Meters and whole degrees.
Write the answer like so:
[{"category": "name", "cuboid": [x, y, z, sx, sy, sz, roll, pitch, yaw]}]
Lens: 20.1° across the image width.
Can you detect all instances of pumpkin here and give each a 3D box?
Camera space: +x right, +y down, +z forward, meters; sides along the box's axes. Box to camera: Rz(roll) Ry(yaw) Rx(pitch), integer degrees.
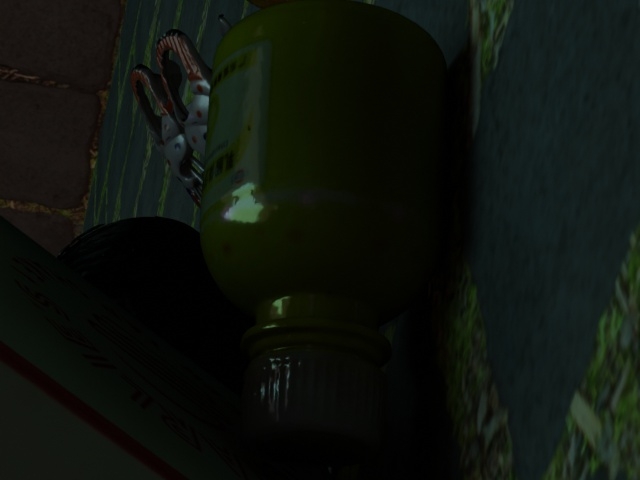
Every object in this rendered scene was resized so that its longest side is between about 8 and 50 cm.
[{"category": "pumpkin", "cuboid": [-0.127, 0.096, 1.330, 0.233, 0.163, 0.233, -179, 90, -87]}]

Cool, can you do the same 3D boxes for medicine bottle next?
[{"category": "medicine bottle", "cuboid": [0.000, 0.000, 0.885, 0.122, 0.122, 0.212, 123, 153, -64]}]

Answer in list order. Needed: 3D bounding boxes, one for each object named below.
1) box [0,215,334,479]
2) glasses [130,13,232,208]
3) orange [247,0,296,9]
[{"category": "box", "cuboid": [-0.172, 0.181, 0.886, 0.300, 0.314, 0.312, -51, 15, 3]}, {"category": "glasses", "cuboid": [-0.081, -0.092, 1.510, 0.255, 0.095, 0.162, 151, 99, -74]}, {"category": "orange", "cuboid": [-0.029, -0.208, 1.274, 0.095, 0.085, 0.085, 116, 159, -63]}]
